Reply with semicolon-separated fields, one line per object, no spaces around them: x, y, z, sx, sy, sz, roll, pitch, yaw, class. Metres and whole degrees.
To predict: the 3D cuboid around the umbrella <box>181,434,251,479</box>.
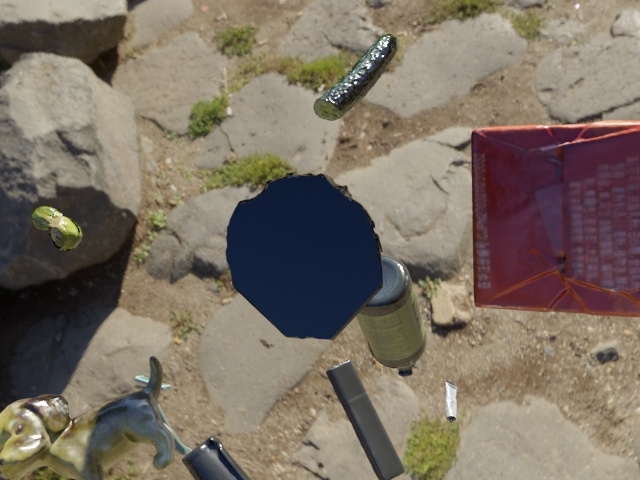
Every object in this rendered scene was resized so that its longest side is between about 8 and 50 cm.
0.013;0.287;0.503;0.118;0.118;0.340;-40;81;-11;umbrella

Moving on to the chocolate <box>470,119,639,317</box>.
0.316;-0.032;0.862;0.234;0.108;0.238;0;101;23;chocolate

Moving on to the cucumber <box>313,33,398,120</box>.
0.072;-0.283;1.152;0.058;0.052;0.215;25;62;30;cucumber

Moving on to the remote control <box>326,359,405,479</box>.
0.089;0.356;1.344;0.063;0.025;0.245;-23;77;-20;remote control

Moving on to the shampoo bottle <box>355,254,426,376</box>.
0.118;0.141;1.105;0.101;0.284;0.101;-10;50;12;shampoo bottle

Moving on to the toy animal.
-0.301;0.266;0.881;0.233;0.121;0.169;-18;85;-10;toy animal

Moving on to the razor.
-0.263;0.311;1.156;0.068;0.191;0.037;10;40;32;razor

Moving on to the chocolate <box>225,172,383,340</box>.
0.000;0.000;0.661;0.156;0.133;0.156;3;102;17;chocolate

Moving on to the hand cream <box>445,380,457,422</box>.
0.266;0.331;1.382;0.030;0.019;0.093;32;37;-15;hand cream

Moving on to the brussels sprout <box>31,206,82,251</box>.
-0.401;-0.020;1.023;0.083;0.051;0.046;38;45;-3;brussels sprout
